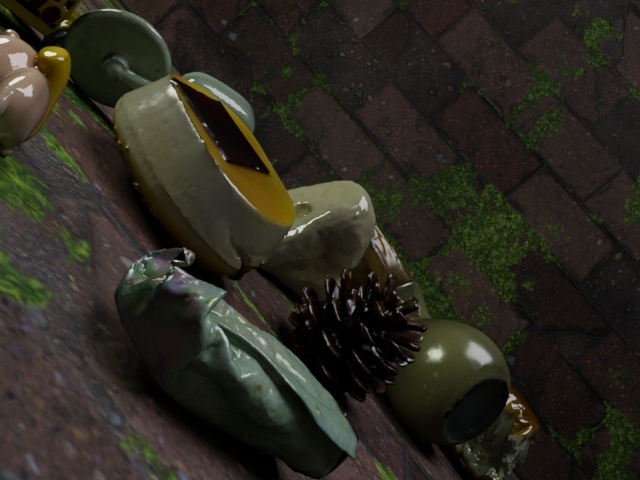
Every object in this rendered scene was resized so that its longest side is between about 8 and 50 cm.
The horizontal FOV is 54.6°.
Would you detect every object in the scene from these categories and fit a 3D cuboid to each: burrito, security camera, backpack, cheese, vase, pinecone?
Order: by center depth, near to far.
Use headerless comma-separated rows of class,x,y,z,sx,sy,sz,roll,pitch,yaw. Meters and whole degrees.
burrito,-0.069,0.102,0.499,0.229,0.089,0.144,48,-10,-31
pinecone,0.060,0.130,0.925,0.207,0.208,0.208,49,4,-4
security camera,-0.245,-0.218,0.936,0.302,0.157,0.080,32,34,-26
cheese,0.000,-0.001,1.212,0.251,0.248,0.173,55,1,-39
vase,0.224,0.288,1.294,0.302,0.241,0.329,44,-33,48
backpack,0.070,0.054,1.480,0.378,0.201,0.353,47,-11,20

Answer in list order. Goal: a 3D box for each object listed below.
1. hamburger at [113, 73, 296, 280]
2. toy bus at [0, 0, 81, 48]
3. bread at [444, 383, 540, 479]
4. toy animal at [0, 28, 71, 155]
hamburger,-0.161,-0.082,0.816,0.227,0.151,0.295,31,27,-56
toy bus,-0.414,-0.365,0.797,0.121,0.123,0.335,51,4,13
bread,0.387,0.429,1.496,0.279,0.225,0.250,47,1,28
toy animal,-0.275,-0.128,0.533,0.082,0.091,0.114,30,42,-22
